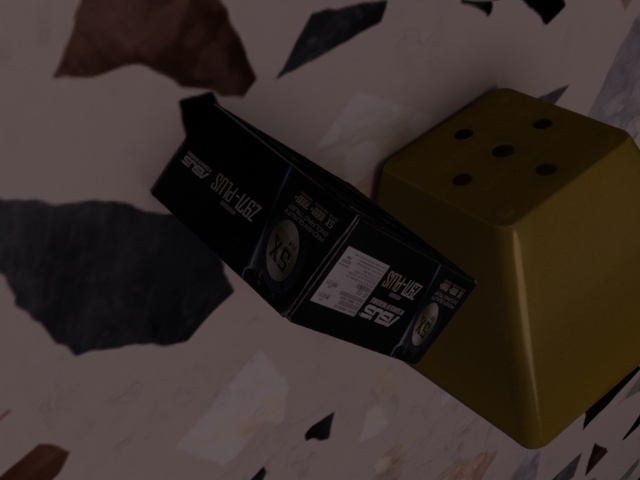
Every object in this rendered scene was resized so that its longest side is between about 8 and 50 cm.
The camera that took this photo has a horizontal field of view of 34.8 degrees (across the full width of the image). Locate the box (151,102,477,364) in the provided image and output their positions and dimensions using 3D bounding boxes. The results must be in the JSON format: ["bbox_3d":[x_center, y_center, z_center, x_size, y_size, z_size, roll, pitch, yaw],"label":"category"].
[{"bbox_3d":[0.000,0.000,0.699,0.077,0.147,0.180,-54,146,7],"label":"box"}]

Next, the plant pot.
[{"bbox_3d":[0.163,0.001,0.846,0.212,0.212,0.187,-34,131,-21],"label":"plant pot"}]
